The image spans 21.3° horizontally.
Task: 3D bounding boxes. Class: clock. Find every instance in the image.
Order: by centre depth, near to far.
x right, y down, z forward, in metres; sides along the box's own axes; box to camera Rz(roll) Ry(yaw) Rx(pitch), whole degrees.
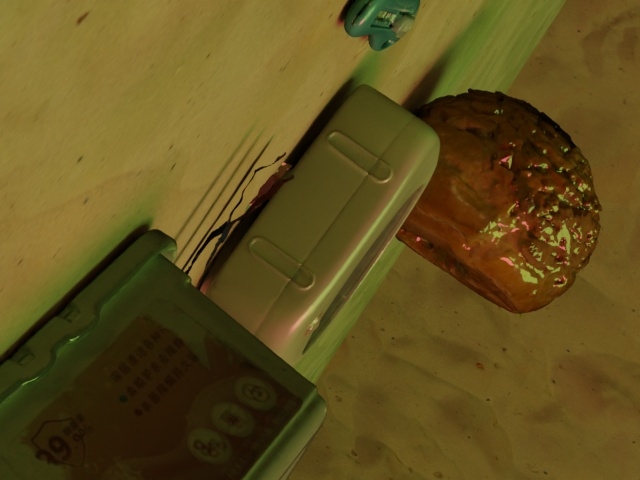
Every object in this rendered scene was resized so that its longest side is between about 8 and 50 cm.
[{"bbox_3d":[0.000,0.000,1.681,0.265,0.108,0.324,-55,175,-9],"label":"clock"}]

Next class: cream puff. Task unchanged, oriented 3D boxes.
[{"bbox_3d":[0.213,-0.070,2.163,0.231,0.327,0.343,-52,136,-4],"label":"cream puff"}]

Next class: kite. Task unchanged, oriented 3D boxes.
[{"bbox_3d":[-0.132,0.079,1.379,0.360,0.022,0.204,-55,-174,6],"label":"kite"}]

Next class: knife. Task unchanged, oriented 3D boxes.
[{"bbox_3d":[0.055,-0.186,1.419,0.064,0.031,0.222,-52,174,11],"label":"knife"}]

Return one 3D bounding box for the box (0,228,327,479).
[{"bbox_3d":[-0.138,0.158,1.118,0.312,0.182,0.175,-49,172,-47],"label":"box"}]
